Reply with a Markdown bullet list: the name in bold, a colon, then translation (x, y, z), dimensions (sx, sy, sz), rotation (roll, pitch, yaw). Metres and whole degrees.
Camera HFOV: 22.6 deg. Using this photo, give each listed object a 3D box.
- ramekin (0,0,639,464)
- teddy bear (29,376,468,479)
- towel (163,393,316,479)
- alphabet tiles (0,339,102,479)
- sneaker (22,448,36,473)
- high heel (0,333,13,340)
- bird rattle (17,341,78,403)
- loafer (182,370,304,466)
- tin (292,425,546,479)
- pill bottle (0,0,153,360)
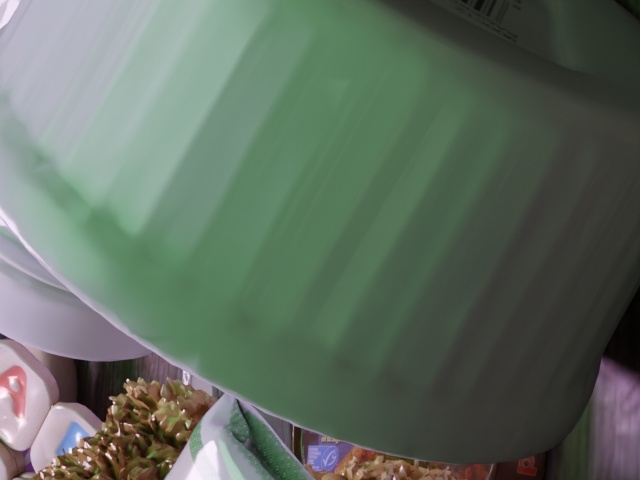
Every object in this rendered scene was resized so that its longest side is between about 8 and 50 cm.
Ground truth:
- **ramekin**: translation (0.014, -0.055, 0.619), dimensions (0.135, 0.277, 0.277), rotation (-60, 34, 22)
- **teddy bear**: translation (0.002, 0.197, 0.704), dimensions (0.338, 0.113, 0.245), rotation (11, 108, 45)
- **towel**: translation (-0.015, 0.248, 0.633), dimensions (0.248, 0.038, 0.325), rotation (43, 131, 30)
- **alphabet tiles**: translation (-0.191, 0.203, 1.022), dimensions (0.284, 0.021, 0.278), rotation (43, 129, 13)
- **sneaker**: translation (-0.235, 0.120, 1.104), dimensions (0.282, 0.102, 0.161), rotation (-3, 104, 37)
- **high heel**: translation (-0.137, -0.039, 1.154), dimensions (0.186, 0.093, 0.261), rotation (-25, 30, 21)
- **bird rattle**: translation (-0.272, 0.153, 1.276), dimensions (0.207, 0.143, 0.253), rotation (-51, 40, 20)
- **loafer**: translation (-0.069, 0.191, 0.859), dimensions (0.112, 0.111, 0.319), rotation (129, 144, -67)
- **tin**: translation (0.044, 0.090, 0.766), dimensions (0.189, 0.040, 0.106), rotation (-12, 76, 61)
- **pill bottle**: translation (-0.075, -0.138, 0.852), dimensions (0.408, 0.229, 0.229), rotation (-63, 33, 33)
